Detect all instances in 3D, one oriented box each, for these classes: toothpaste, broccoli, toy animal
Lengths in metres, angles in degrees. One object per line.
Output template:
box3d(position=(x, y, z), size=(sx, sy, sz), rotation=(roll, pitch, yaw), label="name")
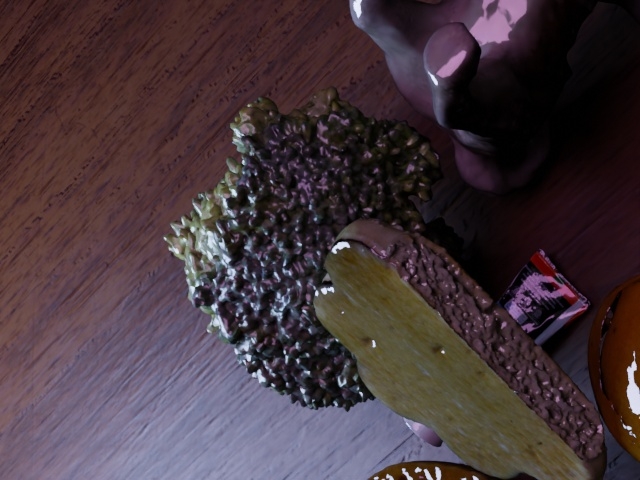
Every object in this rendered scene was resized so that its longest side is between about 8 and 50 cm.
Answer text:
box3d(position=(0.152, 0.101, 1.513), size=(0.193, 0.045, 0.071), rotation=(-50, 60, 15), label="toothpaste")
box3d(position=(-0.007, 0.006, 1.531), size=(0.260, 0.235, 0.288), rotation=(45, 119, 29), label="broccoli")
box3d(position=(0.192, -0.209, 1.434), size=(0.344, 0.302, 0.194), rotation=(-47, 54, -6), label="toy animal")

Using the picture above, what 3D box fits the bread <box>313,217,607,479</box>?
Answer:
box3d(position=(0.099, 0.094, 1.376), size=(0.056, 0.286, 0.207), rotation=(-48, 14, -24), label="bread")

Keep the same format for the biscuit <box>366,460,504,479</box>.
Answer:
box3d(position=(0.083, 0.383, 1.493), size=(0.350, 0.070, 0.394), rotation=(25, 97, 45), label="biscuit")

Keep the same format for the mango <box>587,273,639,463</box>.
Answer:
box3d(position=(0.317, 0.127, 1.274), size=(0.287, 0.153, 0.201), rotation=(51, 120, 37), label="mango")
